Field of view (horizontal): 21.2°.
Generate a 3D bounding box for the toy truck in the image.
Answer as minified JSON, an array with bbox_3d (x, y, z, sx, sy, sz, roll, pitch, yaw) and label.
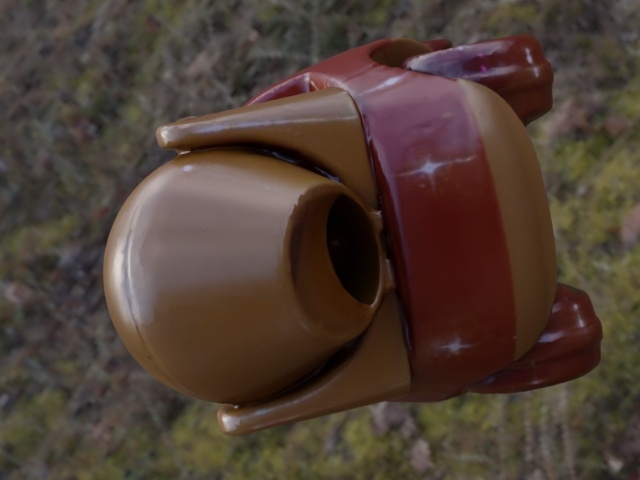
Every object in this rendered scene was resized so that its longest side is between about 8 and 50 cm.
[{"bbox_3d":[0.000,0.000,0.871,0.239,0.189,0.265,-12,5,-14],"label":"toy truck"}]
